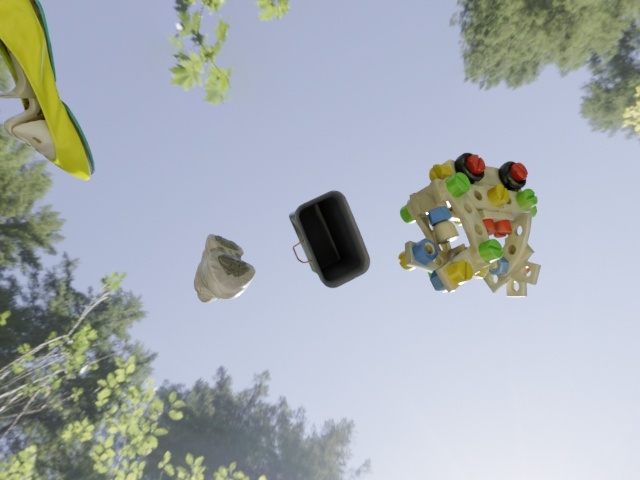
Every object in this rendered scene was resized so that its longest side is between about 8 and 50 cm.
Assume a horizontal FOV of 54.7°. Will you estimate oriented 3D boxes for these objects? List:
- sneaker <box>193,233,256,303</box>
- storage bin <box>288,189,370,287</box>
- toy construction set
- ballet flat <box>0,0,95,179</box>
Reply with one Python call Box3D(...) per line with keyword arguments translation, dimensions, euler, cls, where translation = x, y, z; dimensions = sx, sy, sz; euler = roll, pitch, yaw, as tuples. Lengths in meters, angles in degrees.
Box3D(translation=(-0.183, 0.073, 1.125), dimensions=(0.090, 0.232, 0.115), euler=(23, -80, -16), cls="sneaker")
Box3D(translation=(0.000, 0.000, 0.948), dimensions=(0.098, 0.091, 0.135), euler=(-26, -80, -16), cls="storage bin")
Box3D(translation=(0.249, -0.013, 0.939), dimensions=(0.151, 0.328, 0.215), euler=(-26, -114, 35), cls="toy construction set")
Box3D(translation=(-0.328, -0.160, 0.701), dimensions=(0.077, 0.077, 0.231), euler=(27, -43, 35), cls="ballet flat")
